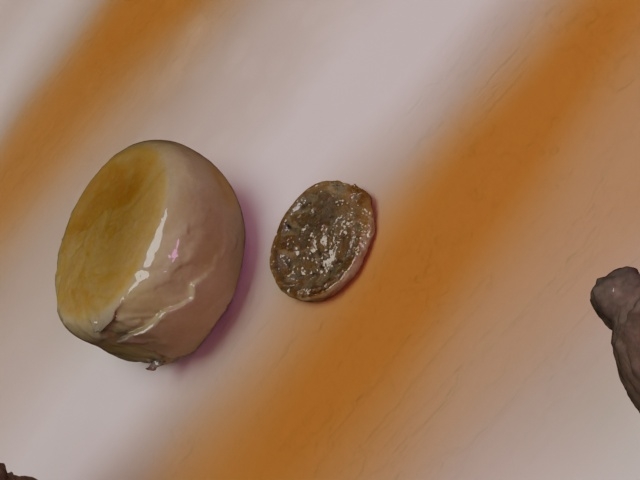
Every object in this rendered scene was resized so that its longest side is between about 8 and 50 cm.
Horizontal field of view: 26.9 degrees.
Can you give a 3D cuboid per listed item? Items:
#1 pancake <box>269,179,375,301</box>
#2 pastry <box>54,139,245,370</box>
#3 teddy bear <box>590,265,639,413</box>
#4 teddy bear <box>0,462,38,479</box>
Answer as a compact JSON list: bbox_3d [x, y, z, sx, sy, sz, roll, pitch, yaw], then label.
[{"bbox_3d":[0.000,0.000,1.392,0.139,0.022,0.140,-22,54,34],"label":"pancake"},{"bbox_3d":[-0.193,0.015,1.488,0.264,0.133,0.265,-24,52,35],"label":"pastry"},{"bbox_3d":[0.287,0.100,0.873,0.151,0.267,0.236,-49,40,-14],"label":"teddy bear"},{"bbox_3d":[-0.363,0.394,1.300,0.224,0.357,0.368,8,65,18],"label":"teddy bear"}]
